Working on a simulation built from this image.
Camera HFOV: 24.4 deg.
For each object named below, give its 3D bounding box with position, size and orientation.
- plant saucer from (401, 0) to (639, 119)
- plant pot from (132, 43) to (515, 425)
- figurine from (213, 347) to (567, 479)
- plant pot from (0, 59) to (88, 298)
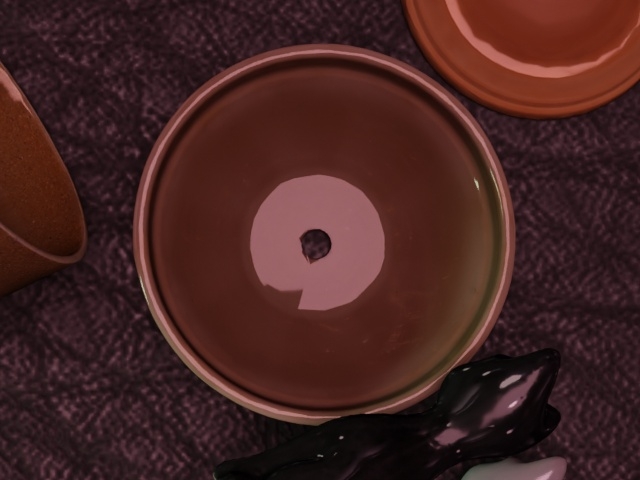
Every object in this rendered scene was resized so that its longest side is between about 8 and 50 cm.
[{"bbox_3d":[0.155,-0.184,1.019,0.200,0.037,0.200,0,86,-3],"label":"plant saucer"},{"bbox_3d":[0.000,0.000,0.957,0.237,0.110,0.237,0,84,-4],"label":"plant pot"},{"bbox_3d":[0.062,0.166,0.916,0.209,0.215,0.092,-27,54,-8],"label":"figurine"},{"bbox_3d":[-0.312,-0.017,0.895,0.254,0.237,0.237,-34,88,8],"label":"plant pot"}]
